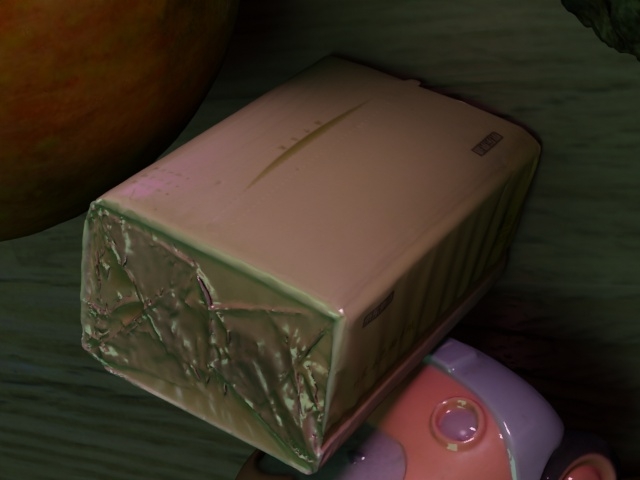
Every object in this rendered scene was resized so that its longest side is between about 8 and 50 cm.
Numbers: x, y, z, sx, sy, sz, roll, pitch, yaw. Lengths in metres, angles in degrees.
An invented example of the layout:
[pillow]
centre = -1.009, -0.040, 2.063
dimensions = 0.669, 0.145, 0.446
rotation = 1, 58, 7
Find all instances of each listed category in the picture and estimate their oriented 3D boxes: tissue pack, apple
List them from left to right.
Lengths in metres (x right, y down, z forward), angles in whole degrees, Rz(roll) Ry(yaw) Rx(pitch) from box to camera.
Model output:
[apple]
centre = -0.210, -0.171, 0.768
dimensions = 0.340, 0.339, 0.339
rotation = 19, 126, 28
[tissue pack]
centre = 0.000, 0.000, 0.758
dimensions = 0.159, 0.234, 0.125
rotation = 26, 127, 22

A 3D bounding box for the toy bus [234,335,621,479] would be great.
[toy bus]
centre = 0.051, 0.210, 0.823
dimensions = 0.194, 0.232, 0.287
rotation = 26, 137, 55

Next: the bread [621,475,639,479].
[bread]
centre = 0.199, 0.181, 0.841
dimensions = 0.103, 0.049, 0.062
rotation = -18, 77, 44

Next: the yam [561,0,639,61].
[yam]
centre = 0.185, -0.219, 0.510
dimensions = 0.195, 0.195, 0.300
rotation = 14, 122, 31
